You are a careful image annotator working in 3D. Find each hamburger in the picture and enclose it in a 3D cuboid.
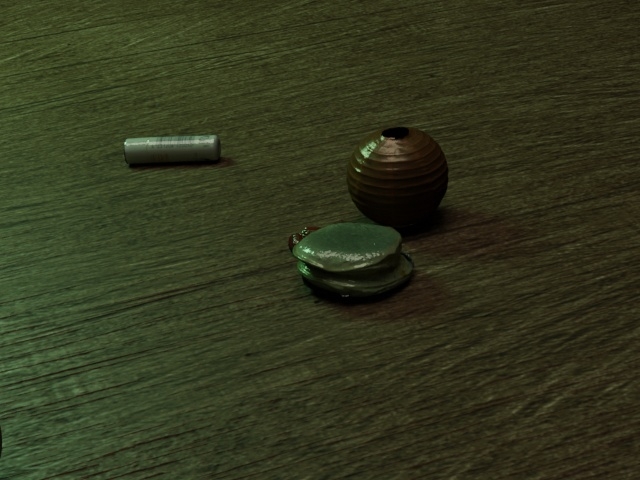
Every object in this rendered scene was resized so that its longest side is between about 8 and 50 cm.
[{"bbox_3d":[0.038,0.023,1.779,0.140,0.062,0.133,3,22,22],"label":"hamburger"}]

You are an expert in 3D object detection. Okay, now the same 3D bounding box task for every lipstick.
[{"bbox_3d":[-0.220,-0.136,2.190,0.141,0.040,0.040,-3,25,7],"label":"lipstick"}]

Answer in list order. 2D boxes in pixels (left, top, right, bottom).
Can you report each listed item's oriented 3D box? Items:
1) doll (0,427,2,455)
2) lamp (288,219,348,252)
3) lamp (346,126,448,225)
[{"bbox_3d":[-0.422,0.170,1.451,0.251,0.221,0.221,28,35,13],"label":"doll"},{"bbox_3d":[0.000,0.000,1.875,0.083,0.031,0.063,-10,24,-3],"label":"lamp"},{"bbox_3d":[0.101,-0.084,1.916,0.136,0.136,0.136,-4,25,2],"label":"lamp"}]
